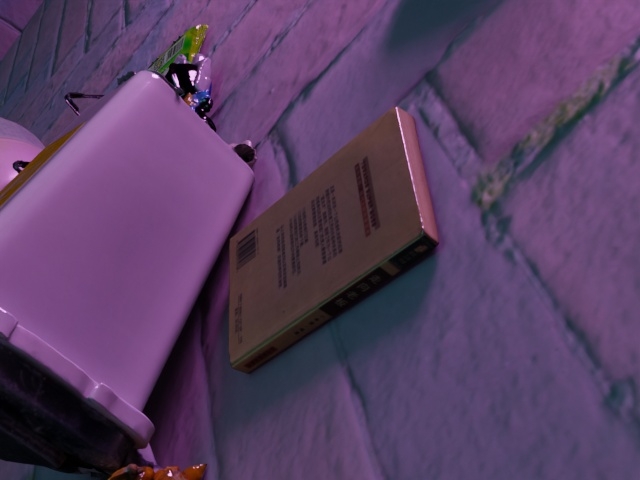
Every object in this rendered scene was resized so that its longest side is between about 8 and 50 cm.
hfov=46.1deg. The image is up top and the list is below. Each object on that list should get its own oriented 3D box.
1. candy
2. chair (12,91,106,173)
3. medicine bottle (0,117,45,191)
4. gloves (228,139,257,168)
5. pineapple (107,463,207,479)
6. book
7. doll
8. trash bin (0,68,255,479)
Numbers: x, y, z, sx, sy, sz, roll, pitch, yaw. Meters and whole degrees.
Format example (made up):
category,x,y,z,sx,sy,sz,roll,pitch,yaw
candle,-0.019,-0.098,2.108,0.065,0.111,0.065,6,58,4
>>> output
category,x,y,z,sx,sy,sz,roll,pitch,yaw
candy,-0.248,-0.273,1.221,0.178,0.032,0.102,-32,45,33
chair,-0.282,-0.078,1.048,0.140,0.221,0.145,-47,-8,19
medicine bottle,-0.494,-0.040,1.165,0.236,0.235,0.406,-57,36,1
gloves,-0.095,-0.098,0.860,0.081,0.044,0.037,-120,51,-77
pineapple,-0.186,0.299,0.576,0.250,0.139,0.164,-51,35,6
book,0.000,0.000,0.671,0.231,0.026,0.161,-37,39,30
doll,-0.188,-0.206,1.054,0.096,0.070,0.195,-30,47,13
trash bin,-0.231,0.038,0.772,0.255,0.296,0.368,-17,37,48
